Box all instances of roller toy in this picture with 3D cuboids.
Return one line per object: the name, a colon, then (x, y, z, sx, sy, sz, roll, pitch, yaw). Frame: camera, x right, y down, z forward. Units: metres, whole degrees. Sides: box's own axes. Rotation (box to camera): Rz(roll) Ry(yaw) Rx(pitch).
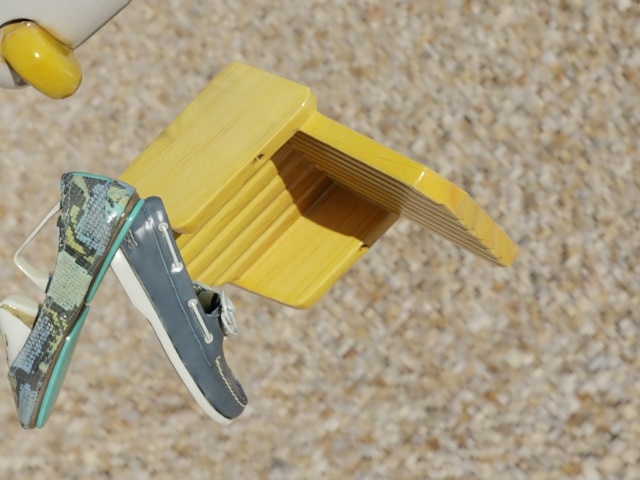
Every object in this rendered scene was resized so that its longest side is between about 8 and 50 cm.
roller toy: (-0.242, -0.213, 1.288, 0.146, 0.209, 0.191, -39, 24, 8)

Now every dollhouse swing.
dollhouse swing: (0.000, 0.000, 2.048, 0.315, 0.347, 0.305, -46, 62, 3)

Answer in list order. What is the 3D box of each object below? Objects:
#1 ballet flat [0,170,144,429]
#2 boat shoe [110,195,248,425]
ballet flat: (-0.176, 0.035, 1.143, 0.070, 0.070, 0.188, 49, 119, 51)
boat shoe: (-0.123, 0.067, 1.628, 0.079, 0.254, 0.095, -32, 27, -3)
